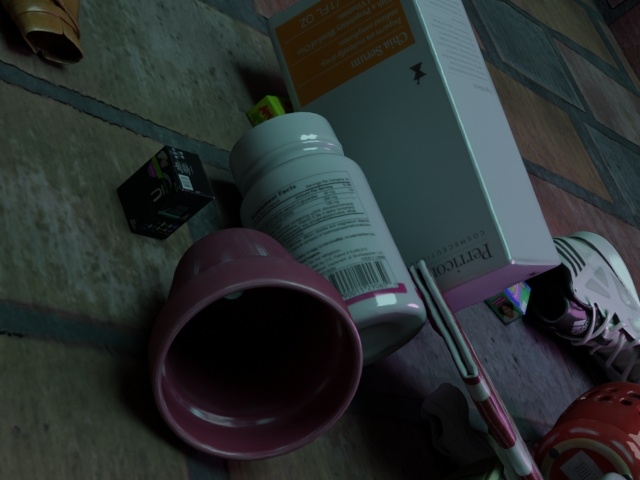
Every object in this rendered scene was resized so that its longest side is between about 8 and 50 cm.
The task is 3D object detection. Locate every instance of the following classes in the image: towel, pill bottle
[{"bbox_3d":[0.201,0.201,1.477,0.329,0.037,0.237,58,5,-34],"label":"towel"},{"bbox_3d":[0.000,0.000,1.448,0.160,0.160,0.283,15,46,-51],"label":"pill bottle"}]

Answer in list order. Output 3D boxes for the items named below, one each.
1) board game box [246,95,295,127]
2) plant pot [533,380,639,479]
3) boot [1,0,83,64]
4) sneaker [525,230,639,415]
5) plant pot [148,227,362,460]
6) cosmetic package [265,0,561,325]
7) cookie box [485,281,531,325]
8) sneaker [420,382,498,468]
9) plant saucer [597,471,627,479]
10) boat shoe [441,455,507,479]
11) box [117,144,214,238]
[{"bbox_3d":[-0.019,-0.150,1.730,0.181,0.043,0.092,-5,62,-60],"label":"board game box"},{"bbox_3d":[0.391,0.306,1.686,0.174,0.191,0.191,-20,75,-53],"label":"plant pot"},{"bbox_3d":[-0.339,-0.282,1.352,0.197,0.073,0.152,16,48,-47],"label":"boot"},{"bbox_3d":[0.470,0.181,2.028,0.257,0.169,0.447,-4,52,-49],"label":"sneaker"},{"bbox_3d":[-0.074,0.083,1.217,0.201,0.201,0.180,38,14,-27],"label":"plant pot"},{"bbox_3d":[0.116,-0.134,1.642,0.161,0.230,0.453,4,63,-57],"label":"cosmetic package"},{"bbox_3d":[0.280,0.067,1.949,0.107,0.040,0.092,48,28,-9],"label":"cookie box"},{"bbox_3d":[0.173,0.257,1.549,0.061,0.054,0.152,-28,86,-39],"label":"sneaker"},{"bbox_3d":[0.373,0.474,1.428,0.400,0.100,0.400,52,22,-32],"label":"plant saucer"},{"bbox_3d":[0.146,0.346,1.337,0.103,0.113,0.302,57,33,-6],"label":"boat shoe"},{"bbox_3d":[-0.167,-0.051,1.328,0.052,0.083,0.062,14,46,-50],"label":"box"}]
